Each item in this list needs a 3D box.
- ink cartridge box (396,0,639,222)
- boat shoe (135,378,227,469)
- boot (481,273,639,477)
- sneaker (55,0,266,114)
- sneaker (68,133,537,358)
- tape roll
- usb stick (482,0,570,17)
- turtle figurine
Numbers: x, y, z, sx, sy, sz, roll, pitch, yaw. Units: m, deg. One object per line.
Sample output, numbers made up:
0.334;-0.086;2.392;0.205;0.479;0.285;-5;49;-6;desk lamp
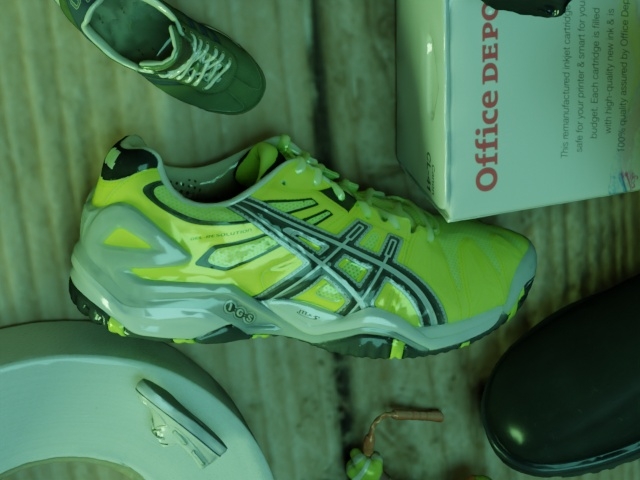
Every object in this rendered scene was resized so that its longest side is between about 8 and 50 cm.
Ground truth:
0.220;-0.159;1.458;0.306;0.131;0.226;-8;115;-14;ink cartridge box
-0.117;0.148;1.454;0.035;0.035;0.100;-45;125;1;boat shoe
0.281;0.015;1.403;0.367;0.146;0.445;-26;157;-3;boot
-0.115;-0.141;1.377;0.192;0.086;0.064;31;100;-28;sneaker
0.000;0.000;1.447;0.385;0.145;0.147;1;113;-20;sneaker
-0.225;0.253;1.522;0.392;0.072;0.392;-7;114;-15;tape roll
0.155;-0.295;1.339;0.077;0.045;0.278;6;73;-4;usb stick
0.101;0.289;1.637;0.269;0.087;0.217;38;97;-28;turtle figurine
